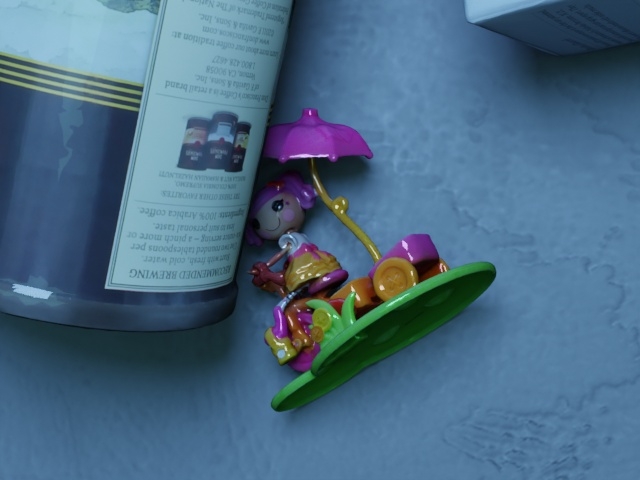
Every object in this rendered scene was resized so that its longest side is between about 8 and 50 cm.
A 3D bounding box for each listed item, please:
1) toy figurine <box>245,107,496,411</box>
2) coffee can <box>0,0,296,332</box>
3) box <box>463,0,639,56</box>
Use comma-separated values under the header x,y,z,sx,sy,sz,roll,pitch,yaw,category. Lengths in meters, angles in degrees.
x,y,z,sx,sy,sz,roll,pitch,yaw,category
0.000,0.000,0.697,0.173,0.130,0.159,-39,71,27,toy figurine
-0.119,-0.110,0.613,0.202,0.201,0.275,14,100,5,coffee can
0.156,-0.213,0.624,0.119,0.182,0.180,-8,88,29,box
